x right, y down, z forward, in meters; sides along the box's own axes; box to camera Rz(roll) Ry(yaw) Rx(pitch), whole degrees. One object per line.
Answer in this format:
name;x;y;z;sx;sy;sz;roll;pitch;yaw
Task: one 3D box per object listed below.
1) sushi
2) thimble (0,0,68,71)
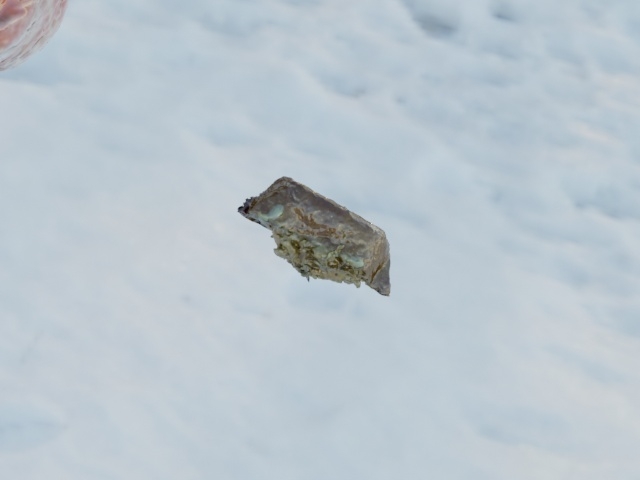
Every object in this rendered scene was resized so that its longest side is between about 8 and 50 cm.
sushi;0.000;0.001;1.316;0.118;0.060;0.061;27;-6;11
thimble;-0.349;-0.260;1.751;0.239;0.239;0.162;14;0;2
